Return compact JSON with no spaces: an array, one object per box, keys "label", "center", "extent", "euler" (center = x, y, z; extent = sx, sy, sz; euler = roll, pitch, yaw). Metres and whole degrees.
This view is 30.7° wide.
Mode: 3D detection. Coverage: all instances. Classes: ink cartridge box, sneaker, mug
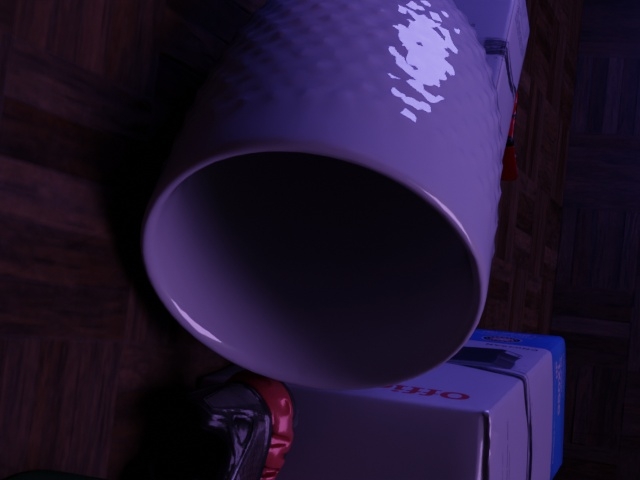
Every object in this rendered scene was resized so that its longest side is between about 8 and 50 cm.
[{"label":"ink cartridge box","center":[0.124,-0.182,1.367],"extent":[0.114,0.197,0.273],"euler":[63,38,-57]},{"label":"sneaker","center":[-0.108,0.245,0.999],"extent":[0.135,0.097,0.276],"euler":[8,97,-54]},{"label":"ink cartridge box","center":[0.082,0.197,1.218],"extent":[0.395,0.285,0.166],"euler":[-14,107,-69]},{"label":"mug","center":[0.006,-0.053,1.047],"extent":[0.374,0.276,0.328],"euler":[118,-9,-46]}]

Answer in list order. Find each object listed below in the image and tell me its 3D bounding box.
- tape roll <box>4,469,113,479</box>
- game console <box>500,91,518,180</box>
[{"label":"tape roll","center":[-0.192,0.326,0.815],"extent":[0.321,0.077,0.321],"euler":[5,90,-69]},{"label":"game console","center":[0.218,-0.159,1.703],"extent":[0.085,0.144,0.124],"euler":[25,71,-69]}]
